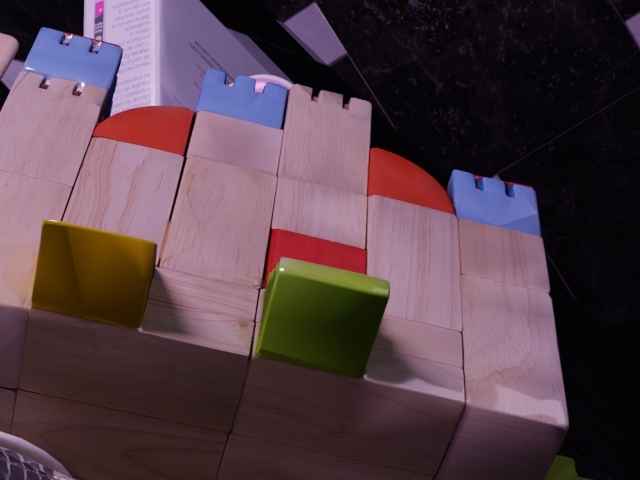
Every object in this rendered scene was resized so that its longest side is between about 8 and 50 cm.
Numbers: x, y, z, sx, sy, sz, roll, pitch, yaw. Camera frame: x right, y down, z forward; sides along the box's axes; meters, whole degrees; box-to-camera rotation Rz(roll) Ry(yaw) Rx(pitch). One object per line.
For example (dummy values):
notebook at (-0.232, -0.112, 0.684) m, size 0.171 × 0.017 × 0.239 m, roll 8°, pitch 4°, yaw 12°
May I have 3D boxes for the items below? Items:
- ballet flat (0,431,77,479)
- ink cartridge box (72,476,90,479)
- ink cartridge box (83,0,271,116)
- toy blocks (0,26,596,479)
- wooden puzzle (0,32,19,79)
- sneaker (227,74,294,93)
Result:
ballet flat at (-0.070, 0.172, 0.564) m, size 0.483 × 0.164 × 0.182 m, roll 34°, pitch 7°, yaw -22°
ink cartridge box at (-0.210, 0.044, 0.759) m, size 0.232 × 0.066 × 0.189 m, roll 17°, pitch 29°, yaw -46°
ink cartridge box at (-0.056, 0.024, 0.956) m, size 0.324 × 0.071 × 0.330 m, roll 43°, pitch 40°, yaw -55°
toy blocks at (-0.034, 0.011, 0.711) m, size 0.381 × 0.191 × 0.261 m, roll 13°, pitch 35°, yaw -5°
wooden puzzle at (-0.330, -0.137, 0.874) m, size 0.238 × 0.044 × 0.221 m, roll 36°, pitch 35°, yaw -19°
sneaker at (0.000, 0.000, 0.904) m, size 0.104 × 0.095 × 0.236 m, roll -50°, pitch 122°, yaw -74°
